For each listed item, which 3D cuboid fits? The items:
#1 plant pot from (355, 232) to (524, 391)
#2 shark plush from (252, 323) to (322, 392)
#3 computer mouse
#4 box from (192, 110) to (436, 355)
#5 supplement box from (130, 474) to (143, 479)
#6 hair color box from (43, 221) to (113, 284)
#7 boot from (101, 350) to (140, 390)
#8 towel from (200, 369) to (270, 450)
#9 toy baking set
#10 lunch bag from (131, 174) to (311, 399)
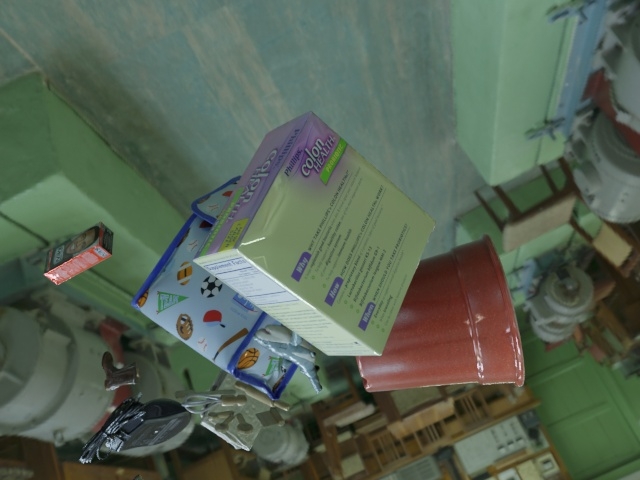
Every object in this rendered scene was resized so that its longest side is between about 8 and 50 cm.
[{"bbox_3d":[0.191,0.146,1.205,0.265,0.272,0.272,-12,157,6],"label":"plant pot"},{"bbox_3d":[-0.048,0.197,1.166,0.067,0.073,0.161,-40,126,-10],"label":"shark plush"},{"bbox_3d":[-0.387,0.388,1.475,0.188,0.072,0.272,-45,155,11],"label":"computer mouse"},{"bbox_3d":[0.000,0.000,0.886,0.243,0.213,0.117,38,152,-25],"label":"box"},{"bbox_3d":[-0.260,0.363,0.952,0.043,0.055,0.083,-35,174,-16],"label":"supplement box"},{"bbox_3d":[-0.491,0.026,1.384,0.141,0.072,0.043,-27,134,13],"label":"hair color box"},{"bbox_3d":[-0.501,0.320,1.720,0.114,0.106,0.037,-23,161,30],"label":"boot"},{"bbox_3d":[-0.204,0.412,1.863,0.049,0.282,0.187,-7,136,49],"label":"towel"},{"bbox_3d":[-0.199,0.365,1.535,0.197,0.256,0.030,-8,110,-50],"label":"toy baking set"},{"bbox_3d":[-0.140,0.063,1.389,0.385,0.328,0.239,-56,145,-11],"label":"lunch bag"}]
